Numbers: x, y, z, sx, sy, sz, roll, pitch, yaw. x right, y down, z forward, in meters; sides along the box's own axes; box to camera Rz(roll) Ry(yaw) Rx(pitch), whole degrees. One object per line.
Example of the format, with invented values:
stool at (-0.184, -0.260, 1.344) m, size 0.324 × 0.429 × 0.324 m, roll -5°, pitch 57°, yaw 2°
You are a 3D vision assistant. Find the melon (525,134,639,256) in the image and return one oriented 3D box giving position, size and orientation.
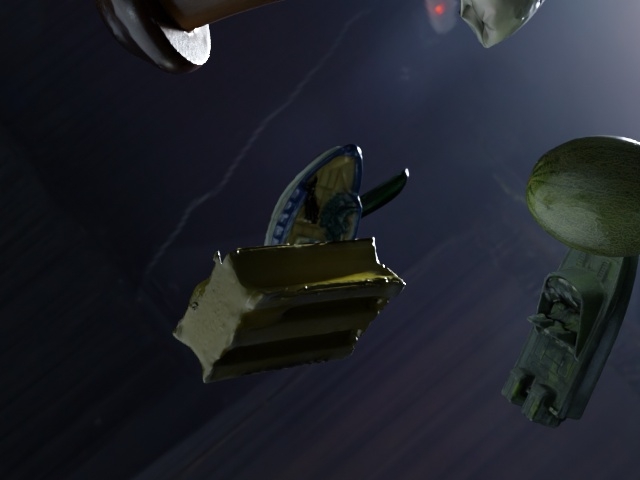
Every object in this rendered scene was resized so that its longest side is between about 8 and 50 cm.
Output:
melon at (0.332, -0.050, 1.194) m, size 0.192 × 0.139 × 0.139 m, roll 11°, pitch -9°, yaw -1°

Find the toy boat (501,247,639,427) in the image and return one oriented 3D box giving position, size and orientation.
toy boat at (0.340, 0.084, 1.376) m, size 0.092 × 0.320 × 0.141 m, roll 19°, pitch 8°, yaw -20°

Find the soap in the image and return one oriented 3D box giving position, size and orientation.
soap at (-0.030, 0.069, 1.094) m, size 0.233 × 0.135 × 0.076 m, roll -1°, pitch 46°, yaw -48°

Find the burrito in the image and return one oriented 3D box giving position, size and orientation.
burrito at (0.319, -0.444, 1.391) m, size 0.101 × 0.445 × 0.139 m, roll 12°, pitch -34°, yaw 48°

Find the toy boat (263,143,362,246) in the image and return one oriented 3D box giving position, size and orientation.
toy boat at (0.000, 0.000, 1.368) m, size 0.114 × 0.262 × 0.115 m, roll 12°, pitch 2°, yaw -36°

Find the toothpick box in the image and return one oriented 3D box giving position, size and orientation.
toothpick box at (-0.104, -0.305, 1.131) m, size 0.192 × 0.294 × 0.192 m, roll 57°, pitch 20°, yaw -35°

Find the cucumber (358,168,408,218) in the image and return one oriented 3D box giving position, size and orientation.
cucumber at (0.057, -0.046, 1.544) m, size 0.033 × 0.184 × 0.036 m, roll 56°, pitch -2°, yaw 15°
